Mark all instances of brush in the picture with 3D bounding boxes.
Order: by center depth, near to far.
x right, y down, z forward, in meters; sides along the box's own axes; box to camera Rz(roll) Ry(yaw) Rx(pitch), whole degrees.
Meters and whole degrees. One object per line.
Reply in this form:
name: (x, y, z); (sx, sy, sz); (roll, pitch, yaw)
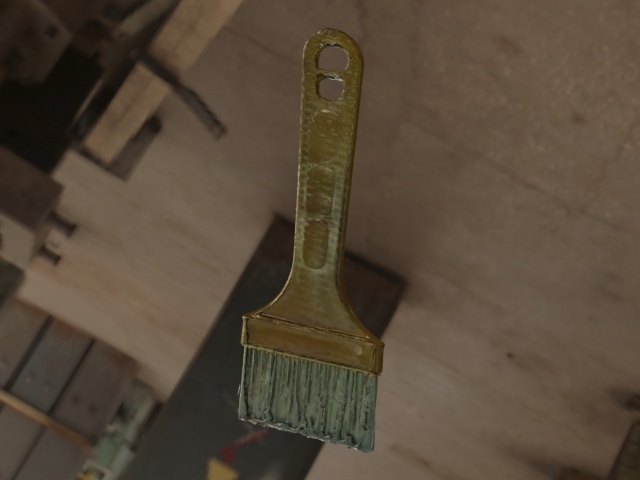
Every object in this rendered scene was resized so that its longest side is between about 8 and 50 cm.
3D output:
brush: (0.000, 0.000, 0.639); (0.082, 0.218, 0.010); (9, -168, 20)
